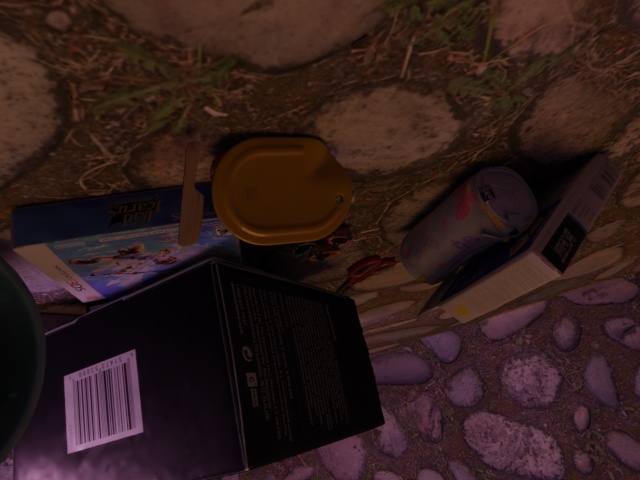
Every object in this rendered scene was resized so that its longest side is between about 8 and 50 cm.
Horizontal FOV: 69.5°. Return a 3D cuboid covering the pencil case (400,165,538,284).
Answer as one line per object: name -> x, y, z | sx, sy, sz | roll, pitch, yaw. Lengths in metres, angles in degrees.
pencil case -> 0.252, -0.017, 0.821 | 0.114, 0.124, 0.273 | -8, 160, -25

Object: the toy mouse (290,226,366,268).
toy mouse -> 0.000, 0.000, 0.842 | 0.161, 0.031, 0.143 | -18, 159, 11

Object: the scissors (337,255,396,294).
scissors -> 0.074, 0.102, 1.163 | 0.109, 0.021, 0.297 | -1, 157, -35

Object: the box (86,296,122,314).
box -> -0.315, 0.177, 1.044 | 0.257, 0.079, 0.322 | -16, 158, 3

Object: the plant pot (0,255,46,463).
plant pot -> -0.602, 0.170, 0.557 | 0.334, 0.341, 0.341 | -14, 160, 22

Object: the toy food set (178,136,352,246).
toy food set -> -0.071, -0.061, 0.570 | 0.218, 0.128, 0.071 | -4, -173, -26

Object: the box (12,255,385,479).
box -> -0.206, 0.281, 0.875 | 0.480, 0.297, 0.472 | -23, 158, 23

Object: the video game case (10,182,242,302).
video game case -> -0.256, 0.012, 0.687 | 0.270, 0.061, 0.244 | -9, 159, -11

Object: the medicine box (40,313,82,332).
medicine box -> -0.615, 0.270, 1.002 | 0.263, 0.149, 0.289 | -26, 154, 31

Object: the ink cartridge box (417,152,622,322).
ink cartridge box -> 0.347, 0.014, 0.826 | 0.303, 0.072, 0.307 | -42, 173, -33
